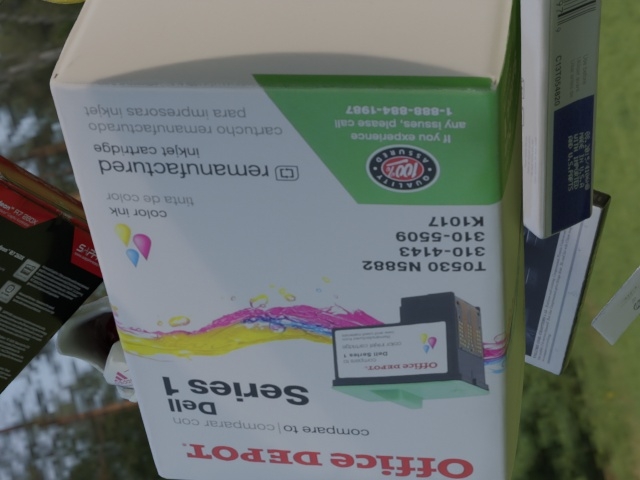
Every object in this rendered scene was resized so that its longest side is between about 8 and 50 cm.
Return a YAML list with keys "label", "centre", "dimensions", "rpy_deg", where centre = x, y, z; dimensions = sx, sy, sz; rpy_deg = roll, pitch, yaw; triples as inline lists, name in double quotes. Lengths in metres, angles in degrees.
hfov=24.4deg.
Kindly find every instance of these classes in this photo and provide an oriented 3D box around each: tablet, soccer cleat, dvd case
- label: "tablet"
  centre: [0.273, 0.051, 1.293]
  dimensions: [0.006, 0.083, 0.054]
  rpy_deg: [42, -178, 39]
- label: "soccer cleat"
  centre: [-0.132, 0.145, 1.513]
  dimensions: [0.143, 0.331, 0.116]
  rpy_deg: [-7, -68, -53]
- label: "dvd case"
  centre: [0.119, 0.000, 1.284]
  dimensions: [0.029, 0.238, 0.179]
  rpy_deg: [-45, -30, -49]

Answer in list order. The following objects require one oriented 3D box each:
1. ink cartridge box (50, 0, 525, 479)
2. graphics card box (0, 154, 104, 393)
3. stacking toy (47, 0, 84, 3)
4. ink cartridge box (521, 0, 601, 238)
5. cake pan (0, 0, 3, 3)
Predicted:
- label: "ink cartridge box"
  centre: [0.000, 0.000, 0.756]
  dimensions: [0.117, 0.201, 0.278]
  rpy_deg: [-77, -15, -46]
- label: "graphics card box"
  centre: [-0.383, 0.086, 1.427]
  dimensions: [0.094, 0.371, 0.233]
  rpy_deg: [44, -175, 30]
- label: "stacking toy"
  centre: [-0.308, -0.369, 1.282]
  dimensions: [0.130, 0.279, 0.309]
  rpy_deg: [-109, 19, -54]
- label: "ink cartridge box"
  centre: [0.085, -0.146, 0.897]
  dimensions: [0.224, 0.045, 0.223]
  rpy_deg: [44, 149, 44]
- label: "cake pan"
  centre: [-0.178, -0.102, 0.422]
  dimensions: [0.054, 0.293, 0.293]
  rpy_deg: [52, -157, -44]
